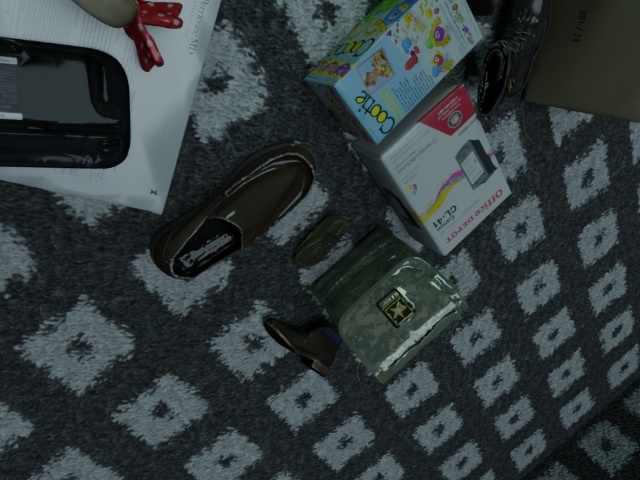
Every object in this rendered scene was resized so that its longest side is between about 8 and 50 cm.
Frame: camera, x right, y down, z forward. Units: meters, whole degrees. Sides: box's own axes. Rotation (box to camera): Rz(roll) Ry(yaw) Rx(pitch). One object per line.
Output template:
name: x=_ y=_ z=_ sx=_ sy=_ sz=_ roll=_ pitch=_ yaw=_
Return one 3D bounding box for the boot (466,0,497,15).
boot: x=0.245 y=-0.547 z=0.827 sx=0.305 sy=0.112 sz=0.115 roll=36 pitch=84 yaw=-31

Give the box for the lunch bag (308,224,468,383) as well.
lunch bag: x=0.141 y=0.133 z=0.976 sx=0.235 sy=0.287 sz=0.169 roll=-41 pitch=123 yaw=-2

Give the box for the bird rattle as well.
bird rattle: x=-0.279 y=-0.310 z=0.526 sx=0.143 sy=0.207 sz=0.253 roll=-28 pitch=113 yaw=9

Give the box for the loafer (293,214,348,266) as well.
loafer: x=0.000 y=0.000 z=0.992 sx=0.148 sy=0.050 sz=0.056 roll=-40 pitch=121 yaw=15

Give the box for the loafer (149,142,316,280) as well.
loafer: x=-0.145 y=-0.039 z=0.855 sx=0.366 sy=0.130 sz=0.134 roll=-40 pitch=123 yaw=-4

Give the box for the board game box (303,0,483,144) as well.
board game box: x=0.130 y=-0.335 z=0.841 sx=0.275 sy=0.142 sz=0.144 roll=-45 pitch=124 yaw=-1

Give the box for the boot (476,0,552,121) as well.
boot: x=0.380 y=-0.382 z=0.903 sx=0.229 sy=0.091 sz=0.263 roll=-34 pitch=133 yaw=-50

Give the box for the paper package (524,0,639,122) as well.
paper package: x=0.602 y=-0.431 z=0.920 sx=0.168 sy=0.309 sz=0.324 roll=-12 pitch=119 yaw=-20

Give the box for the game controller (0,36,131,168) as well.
game controller: x=-0.422 y=-0.180 z=0.600 sx=0.319 sy=0.067 sz=0.166 roll=-2 pitch=99 yaw=-24

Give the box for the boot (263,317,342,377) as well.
boot: x=-0.037 y=0.221 z=1.075 sx=0.219 sy=0.082 sz=0.106 roll=47 pitch=66 yaw=-29

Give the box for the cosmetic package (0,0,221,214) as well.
cosmetic package: x=-0.338 y=-0.253 z=0.686 sx=0.284 sy=0.097 sz=0.377 roll=14 pitch=106 yaw=-27

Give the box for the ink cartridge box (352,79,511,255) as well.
ink cartridge box: x=0.249 y=-0.154 z=0.989 sx=0.226 sy=0.131 sz=0.306 roll=-43 pitch=122 yaw=-3
